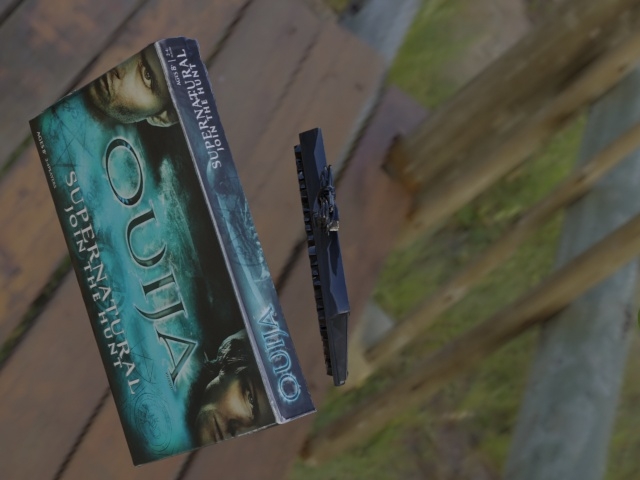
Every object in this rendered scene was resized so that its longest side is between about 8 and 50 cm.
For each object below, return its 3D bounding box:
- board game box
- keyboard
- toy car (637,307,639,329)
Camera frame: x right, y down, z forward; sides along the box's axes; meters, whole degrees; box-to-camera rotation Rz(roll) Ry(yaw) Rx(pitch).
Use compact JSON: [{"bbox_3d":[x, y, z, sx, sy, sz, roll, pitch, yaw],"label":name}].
[{"bbox_3d":[-0.076,0.009,0.849,0.026,0.126,0.186,-15,84,-41],"label":"board game box"},{"bbox_3d":[0.000,0.000,1.190,0.023,0.108,0.180,-4,45,-5],"label":"keyboard"},{"bbox_3d":[0.325,-0.027,1.432,0.149,0.155,0.188,-8,71,-14],"label":"toy car"}]
